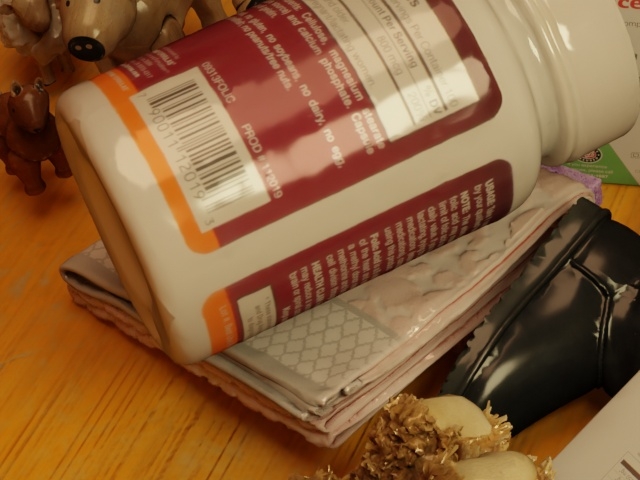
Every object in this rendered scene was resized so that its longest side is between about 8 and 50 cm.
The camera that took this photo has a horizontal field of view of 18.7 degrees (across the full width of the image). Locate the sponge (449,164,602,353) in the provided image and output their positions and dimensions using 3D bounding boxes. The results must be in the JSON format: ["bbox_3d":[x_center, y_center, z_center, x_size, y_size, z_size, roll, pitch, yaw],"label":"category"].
[{"bbox_3d":[0.127,0.001,1.601,0.117,0.031,0.210,24,52,32],"label":"sponge"}]

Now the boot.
[{"bbox_3d":[0.219,0.107,1.430,0.207,0.094,0.246,32,71,20],"label":"boot"}]

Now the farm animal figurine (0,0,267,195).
[{"bbox_3d":[-0.144,-0.192,1.688,0.330,0.172,0.327,-13,35,5],"label":"farm animal figurine"}]

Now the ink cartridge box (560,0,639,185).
[{"bbox_3d":[0.270,-0.155,1.612,0.160,0.219,0.092,4,44,12],"label":"ink cartridge box"}]

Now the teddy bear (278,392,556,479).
[{"bbox_3d":[0.008,0.229,1.281,0.338,0.113,0.245,-44,33,-18],"label":"teddy bear"}]

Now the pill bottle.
[{"bbox_3d":[0.022,-0.086,1.444,0.392,0.224,0.224,-25,46,-12],"label":"pill bottle"}]

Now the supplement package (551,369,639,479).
[{"bbox_3d":[0.283,0.141,1.291,0.244,0.139,0.134,-46,50,1],"label":"supplement package"}]

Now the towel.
[{"bbox_3d":[0.000,0.000,1.569,0.332,0.053,0.317,25,53,40],"label":"towel"}]
